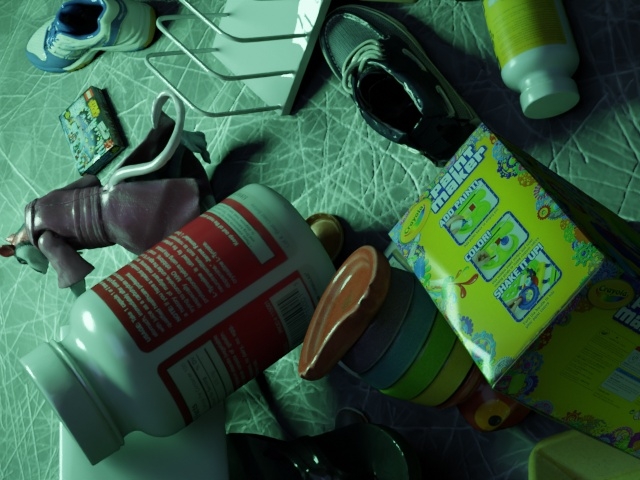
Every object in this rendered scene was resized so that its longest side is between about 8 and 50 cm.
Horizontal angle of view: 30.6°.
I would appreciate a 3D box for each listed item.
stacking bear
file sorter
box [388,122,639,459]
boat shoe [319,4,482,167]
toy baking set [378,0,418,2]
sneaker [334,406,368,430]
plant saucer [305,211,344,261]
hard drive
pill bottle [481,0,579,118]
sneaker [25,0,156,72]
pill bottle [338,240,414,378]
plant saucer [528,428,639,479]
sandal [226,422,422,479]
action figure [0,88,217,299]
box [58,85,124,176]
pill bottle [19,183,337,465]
[{"bbox_3d":[0.142,0.141,1.450,0.175,0.289,0.164,-54,14,26],"label":"stacking bear"},{"bbox_3d":[-0.122,-0.346,1.730,0.193,0.173,0.278,44,127,30],"label":"file sorter"},{"bbox_3d":[0.274,0.060,1.304,0.177,0.290,0.279,-51,37,16],"label":"box"},{"bbox_3d":[0.080,-0.239,1.631,0.127,0.158,0.340,-53,56,14],"label":"boat shoe"},{"bbox_3d":[0.096,-0.404,1.608,0.256,0.030,0.197,4,60,19],"label":"toy baking set"},{"bbox_3d":[0.039,0.306,1.603,0.061,0.065,0.158,-16,71,32],"label":"sneaker"},{"bbox_3d":[0.000,0.000,1.728,0.083,0.013,0.084,-8,76,33],"label":"plant saucer"},{"bbox_3d":[-0.251,0.279,1.655,0.047,0.232,0.353,106,160,-52],"label":"hard drive"},{"bbox_3d":[0.279,-0.258,1.528,0.103,0.103,0.184,-23,67,30],"label":"pill bottle"},{"bbox_3d":[-0.431,-0.375,2.042,0.296,0.131,0.112,-11,76,35],"label":"sneaker"},{"bbox_3d":[0.094,0.094,1.580,0.187,0.112,0.112,-53,56,15],"label":"pill bottle"},{"bbox_3d":[0.392,0.335,1.273,0.332,0.081,0.333,-27,41,33],"label":"plant saucer"},{"bbox_3d":[-0.038,0.333,1.554,0.445,0.107,0.168,-15,74,51],"label":"sandal"},{"bbox_3d":[-0.340,-0.032,1.808,0.370,0.276,0.248,-13,52,5],"label":"action figure"},{"bbox_3d":[-0.402,-0.190,2.045,0.094,0.027,0.137,-38,61,22],"label":"box"},{"bbox_3d":[-0.188,0.118,1.593,0.407,0.229,0.229,-34,55,-16],"label":"pill bottle"}]
